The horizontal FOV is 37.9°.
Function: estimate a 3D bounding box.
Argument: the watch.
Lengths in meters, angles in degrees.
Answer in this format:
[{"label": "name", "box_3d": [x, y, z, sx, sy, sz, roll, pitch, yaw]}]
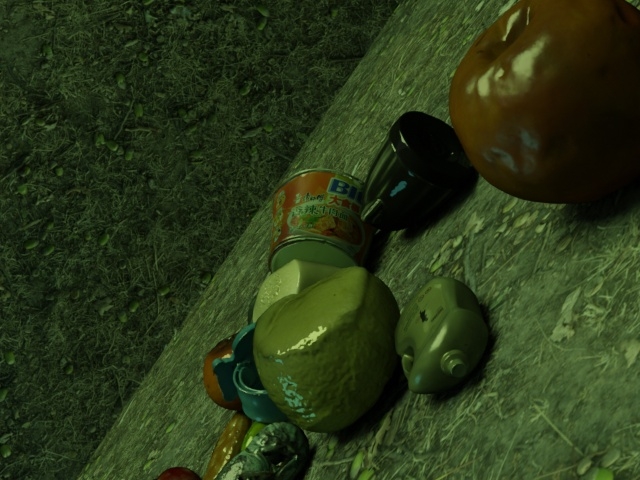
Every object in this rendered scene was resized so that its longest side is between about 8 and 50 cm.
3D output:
[{"label": "watch", "box_3d": [-0.114, 0.306, 2.025, 0.211, 0.211, 0.193, -53, 37, 0]}]

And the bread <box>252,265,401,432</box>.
[{"label": "bread", "box_3d": [0.023, 0.206, 1.770, 0.320, 0.237, 0.320, -34, 21, 15]}]

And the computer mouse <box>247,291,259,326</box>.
[{"label": "computer mouse", "box_3d": [-0.055, 0.115, 2.547, 0.379, 0.090, 0.167, -46, 20, 5]}]

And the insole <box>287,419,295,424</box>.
[{"label": "insole", "box_3d": [-0.039, 0.354, 2.056, 0.064, 0.004, 0.188, -29, 27, 57]}]

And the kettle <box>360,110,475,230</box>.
[{"label": "kettle", "box_3d": [0.194, -0.141, 2.122, 0.271, 0.207, 0.250, -53, 18, 36]}]

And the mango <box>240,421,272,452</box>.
[{"label": "mango", "box_3d": [-0.119, 0.424, 2.016, 0.091, 0.074, 0.165, -52, 0, 31]}]

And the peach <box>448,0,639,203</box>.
[{"label": "peach", "box_3d": [0.380, -0.212, 1.453, 0.343, 0.302, 0.342, -42, 21, 21]}]

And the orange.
[{"label": "orange", "box_3d": [-0.178, 0.306, 2.242, 0.224, 0.170, 0.224, -30, 8, 5]}]

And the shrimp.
[{"label": "shrimp", "box_3d": [-0.154, 0.501, 1.770, 0.372, 0.137, 0.172, -56, -3, -17]}]

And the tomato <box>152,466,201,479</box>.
[{"label": "tomato", "box_3d": [-0.395, 0.650, 2.310, 0.228, 0.101, 0.228, -51, 15, 20]}]

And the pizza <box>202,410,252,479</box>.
[{"label": "pizza", "box_3d": [-0.205, 0.492, 2.154, 0.127, 0.058, 0.246, -42, 17, 31]}]

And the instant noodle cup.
[{"label": "instant noodle cup", "box_3d": [0.000, 0.000, 2.291, 0.296, 0.296, 0.214, -41, 27, 42]}]

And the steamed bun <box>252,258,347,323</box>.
[{"label": "steamed bun", "box_3d": [-0.032, 0.155, 2.143, 0.250, 0.200, 0.154, -41, 40, 50]}]

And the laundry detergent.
[{"label": "laundry detergent", "box_3d": [0.200, 0.166, 1.548, 0.181, 0.091, 0.253, -52, 14, 11]}]
